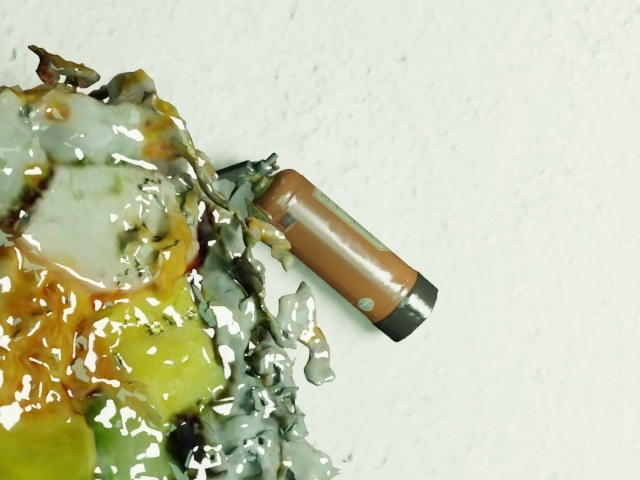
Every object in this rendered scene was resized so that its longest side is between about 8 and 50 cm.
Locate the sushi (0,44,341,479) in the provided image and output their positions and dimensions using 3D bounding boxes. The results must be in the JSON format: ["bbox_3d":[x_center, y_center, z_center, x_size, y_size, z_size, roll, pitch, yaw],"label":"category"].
[{"bbox_3d":[-0.173,0.091,1.086,0.417,0.176,0.417,9,73,-29],"label":"sushi"}]

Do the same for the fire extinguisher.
[{"bbox_3d":[0.000,0.000,1.232,0.177,0.050,0.062,40,123,-12],"label":"fire extinguisher"}]
